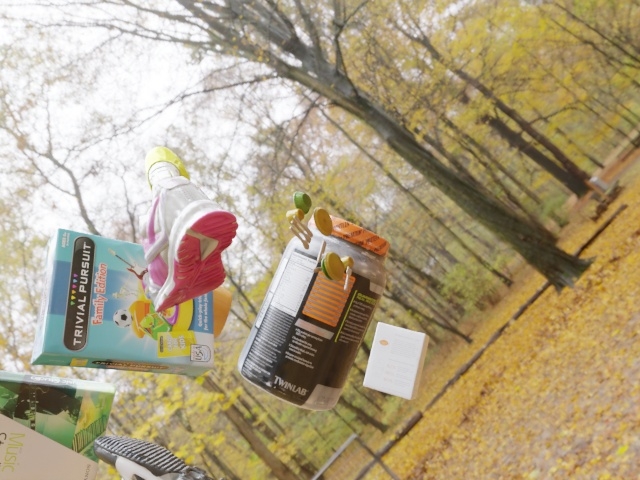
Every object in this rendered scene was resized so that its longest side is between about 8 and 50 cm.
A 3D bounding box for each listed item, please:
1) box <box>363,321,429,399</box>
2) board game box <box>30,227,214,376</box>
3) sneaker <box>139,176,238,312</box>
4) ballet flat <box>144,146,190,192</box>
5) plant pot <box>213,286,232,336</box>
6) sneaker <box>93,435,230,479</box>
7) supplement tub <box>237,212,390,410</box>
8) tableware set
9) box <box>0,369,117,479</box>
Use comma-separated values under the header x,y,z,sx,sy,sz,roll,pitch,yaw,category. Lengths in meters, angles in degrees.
x,y,z,sx,sy,sz,roll,pitch,yaw,category
0.201,0.315,1.439,0.091,0.130,0.170,39,-115,-67,box
-0.385,0.134,1.125,0.336,0.254,0.079,15,-35,-36,board game box
-0.188,0.006,0.743,0.103,0.111,0.252,-20,-25,-37,sneaker
-0.271,-0.078,1.009,0.077,0.231,0.077,-17,-9,-8,ballet flat
-0.344,0.170,1.458,0.205,0.188,0.205,-161,90,-73,plant pot
-0.300,0.479,1.019,0.146,0.330,0.122,-67,-14,-5,sneaker
-0.004,0.121,0.982,0.316,0.193,0.193,-66,-14,-3,supplement tub
0.000,0.000,0.841,0.024,0.154,0.104,-22,35,32,tableware set
-0.632,0.407,1.190,0.058,0.322,0.232,-147,71,-68,box
